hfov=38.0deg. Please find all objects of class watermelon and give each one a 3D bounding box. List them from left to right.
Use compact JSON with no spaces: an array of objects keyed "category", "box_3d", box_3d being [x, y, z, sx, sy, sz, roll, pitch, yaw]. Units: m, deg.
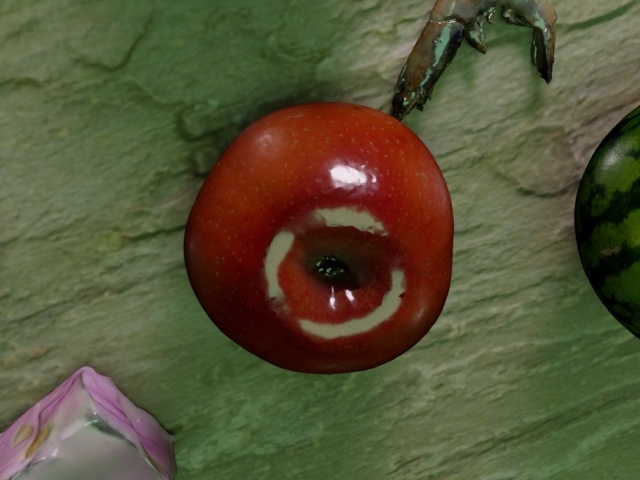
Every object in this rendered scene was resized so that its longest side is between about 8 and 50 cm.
[{"category":"watermelon","box_3d":[0.393,-0.022,0.906,0.285,0.285,0.285,-4,114,-9]}]

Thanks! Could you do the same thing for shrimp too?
[{"category":"shrimp","box_3d":[0.161,-0.177,0.934,0.147,0.035,0.195,25,105,-22]}]

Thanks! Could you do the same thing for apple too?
[{"category":"apple","box_3d":[0.000,0.000,0.878,0.260,0.216,0.261,-3,111,-7]}]

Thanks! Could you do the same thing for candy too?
[{"category":"candy","box_3d":[-0.292,0.274,0.991,0.265,0.116,0.155,-39,114,7]}]
